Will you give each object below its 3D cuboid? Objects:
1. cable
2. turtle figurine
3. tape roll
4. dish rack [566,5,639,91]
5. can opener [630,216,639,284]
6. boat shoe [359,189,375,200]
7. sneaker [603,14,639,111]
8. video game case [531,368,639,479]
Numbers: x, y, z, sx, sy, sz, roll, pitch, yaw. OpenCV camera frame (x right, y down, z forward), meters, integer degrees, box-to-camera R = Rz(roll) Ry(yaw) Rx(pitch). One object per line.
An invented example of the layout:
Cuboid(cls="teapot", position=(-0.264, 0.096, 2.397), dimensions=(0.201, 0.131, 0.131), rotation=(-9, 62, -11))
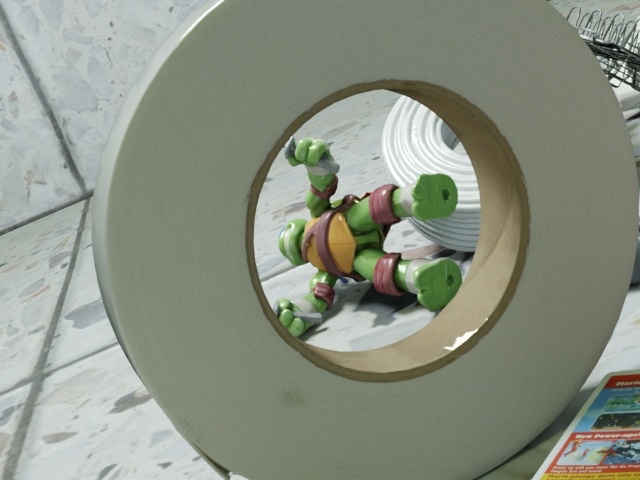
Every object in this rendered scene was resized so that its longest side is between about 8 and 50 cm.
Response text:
Cuboid(cls="cable", position=(0.196, -0.110, 1.326), dimensions=(0.257, 0.089, 0.257), rotation=(-11, 50, 14))
Cuboid(cls="turtle figurine", position=(0.000, 0.000, 1.236), dimensions=(0.266, 0.274, 0.198), rotation=(-1, 60, 45))
Cuboid(cls="tape roll", position=(0.038, -0.008, 0.816), dimensions=(0.392, 0.392, 0.072), rotation=(-26, 16, -13))
Cuboid(cls="dish rack", position=(0.373, -0.218, 1.364), dimensions=(0.271, 0.074, 0.208), rotation=(17, 6, -33))
Cuboid(cls="can opener", position=(0.287, -0.016, 1.043), dimensions=(0.283, 0.095, 0.076), rotation=(-15, 16, 27))
Cuboid(cls="boat shoe", position=(0.070, -0.045, 1.578), dimensions=(0.049, 0.043, 0.137), rotation=(-17, 14, 29))
Cuboid(cls="sneaker", position=(0.454, -0.255, 1.649), dimensions=(0.118, 0.110, 0.292), rotation=(-27, 12, 20))
Cuboid(cls="video game case", position=(0.214, 0.152, 0.692), dimensions=(0.204, 0.025, 0.285), rotation=(-11, 19, 40))
